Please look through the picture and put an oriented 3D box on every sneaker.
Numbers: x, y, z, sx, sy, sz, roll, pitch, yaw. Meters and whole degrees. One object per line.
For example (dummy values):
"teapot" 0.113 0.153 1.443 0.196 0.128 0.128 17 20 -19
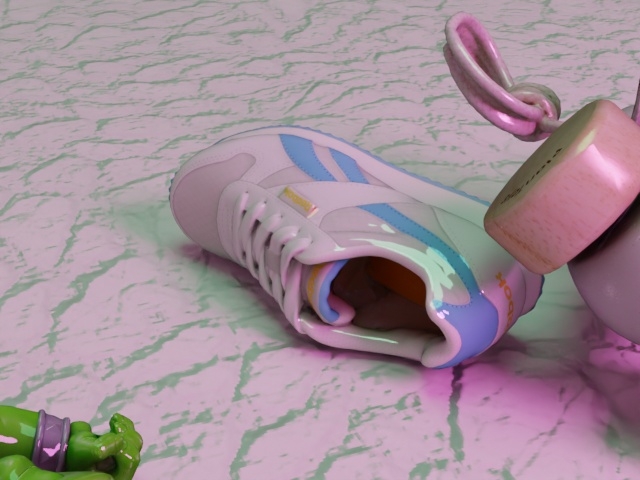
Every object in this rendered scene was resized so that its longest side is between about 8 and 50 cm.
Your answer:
"sneaker" 0.000 0.000 0.623 0.228 0.087 0.092 17 32 31

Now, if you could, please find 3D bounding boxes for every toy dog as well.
"toy dog" 0.198 -0.043 0.599 0.220 0.161 0.334 38 25 -22

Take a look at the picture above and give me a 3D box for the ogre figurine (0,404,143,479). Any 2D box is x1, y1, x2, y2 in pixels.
"ogre figurine" -0.153 0.100 0.413 0.118 0.097 0.197 21 43 11
